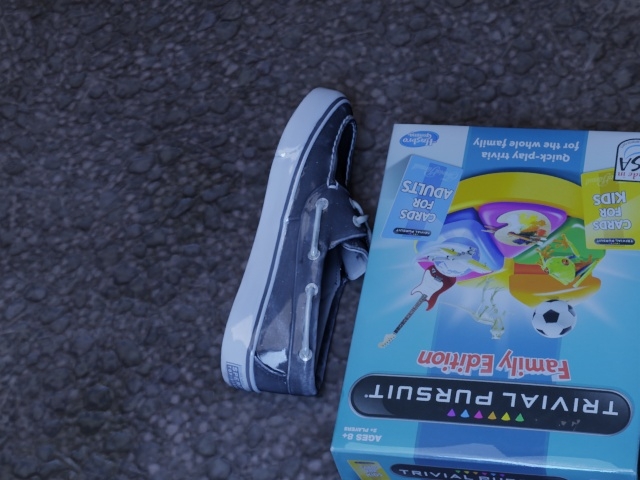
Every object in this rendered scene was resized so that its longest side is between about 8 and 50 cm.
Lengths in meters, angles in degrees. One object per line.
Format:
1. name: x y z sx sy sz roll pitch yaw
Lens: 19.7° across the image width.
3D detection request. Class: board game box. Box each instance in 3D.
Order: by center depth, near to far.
1. board game box: 0.165 0.058 1.598 0.254 0.079 0.336 3 58 15

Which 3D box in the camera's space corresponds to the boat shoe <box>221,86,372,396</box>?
1. boat shoe: 0.000 0.000 1.659 0.102 0.108 0.301 8 62 18
